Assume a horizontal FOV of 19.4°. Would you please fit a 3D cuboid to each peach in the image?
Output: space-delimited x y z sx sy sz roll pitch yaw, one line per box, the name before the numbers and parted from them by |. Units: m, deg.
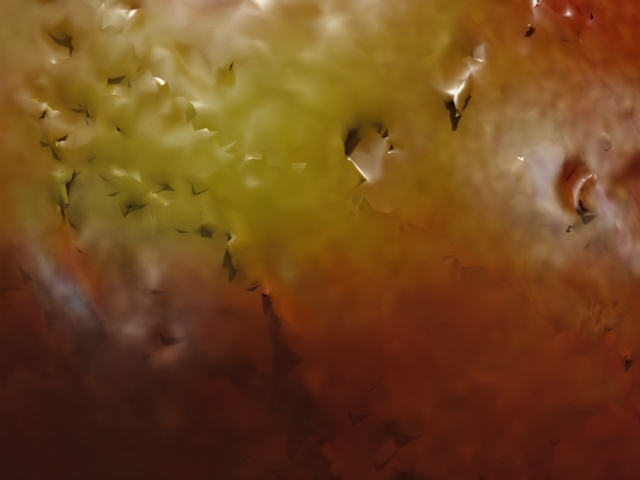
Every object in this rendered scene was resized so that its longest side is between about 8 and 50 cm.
peach | 0.000 0.000 0.685 0.416 0.339 0.353 22 -79 -26
